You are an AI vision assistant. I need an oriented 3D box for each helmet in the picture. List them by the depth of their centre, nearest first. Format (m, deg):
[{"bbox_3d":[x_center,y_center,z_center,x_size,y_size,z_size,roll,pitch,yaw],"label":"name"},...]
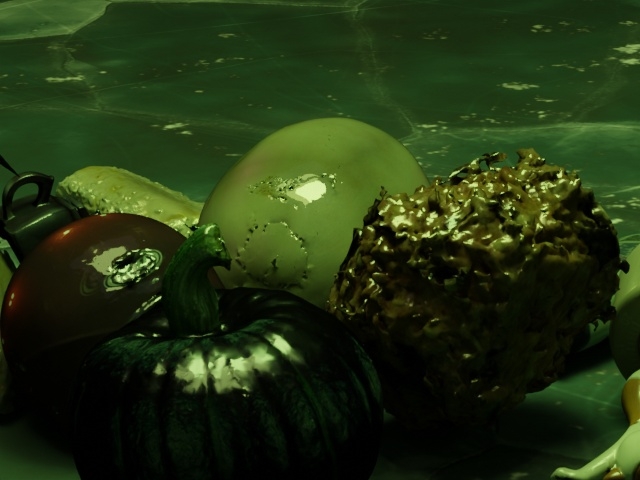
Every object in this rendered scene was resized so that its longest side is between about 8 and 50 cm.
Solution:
[{"bbox_3d":[-0.180,0.074,1.697,0.189,0.193,0.216,-32,-4,-33],"label":"helmet"}]

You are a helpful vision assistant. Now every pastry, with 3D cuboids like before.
[{"bbox_3d":[0.133,0.056,1.622,0.275,0.275,0.193,-8,47,-20],"label":"pastry"},{"bbox_3d":[-0.199,-0.020,2.130,0.121,0.089,0.258,1,17,-36],"label":"pastry"}]

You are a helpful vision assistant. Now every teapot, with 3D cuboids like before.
[{"bbox_3d":[-0.255,0.004,1.948,0.096,0.177,0.087,-33,28,-14],"label":"teapot"}]

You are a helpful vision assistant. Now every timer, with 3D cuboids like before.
[{"bbox_3d":[0.297,0.127,1.625,0.175,0.175,0.266,8,37,23],"label":"timer"}]

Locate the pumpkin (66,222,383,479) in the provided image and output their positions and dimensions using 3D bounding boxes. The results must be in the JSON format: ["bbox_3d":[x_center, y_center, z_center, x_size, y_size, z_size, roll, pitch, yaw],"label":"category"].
[{"bbox_3d":[-0.080,0.104,1.507,0.248,0.248,0.248,-1,19,0],"label":"pumpkin"}]

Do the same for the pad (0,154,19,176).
[{"bbox_3d":[-0.398,-0.153,1.847,0.245,0.006,0.170,34,-10,25],"label":"pad"}]

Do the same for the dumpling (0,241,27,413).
[{"bbox_3d":[-0.341,0.033,1.831,0.086,0.332,0.166,-21,-23,3],"label":"dumpling"}]

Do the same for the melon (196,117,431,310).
[{"bbox_3d":[0.000,0.000,1.844,0.223,0.223,0.317,6,19,18],"label":"melon"}]

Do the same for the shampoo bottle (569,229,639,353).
[{"bbox_3d":[0.295,0.040,1.942,0.134,0.078,0.359,4,17,44],"label":"shampoo bottle"}]
